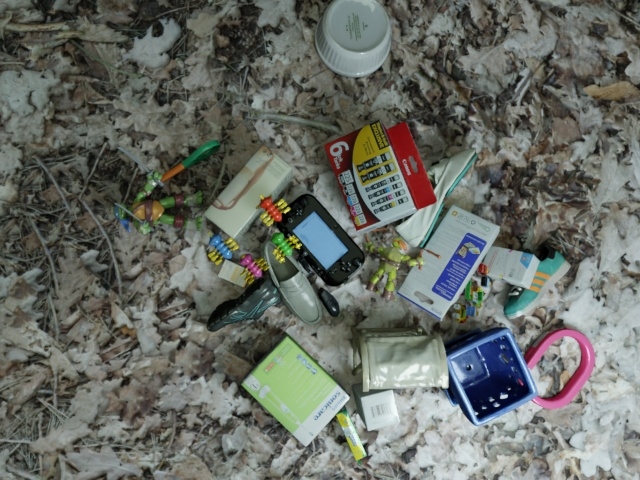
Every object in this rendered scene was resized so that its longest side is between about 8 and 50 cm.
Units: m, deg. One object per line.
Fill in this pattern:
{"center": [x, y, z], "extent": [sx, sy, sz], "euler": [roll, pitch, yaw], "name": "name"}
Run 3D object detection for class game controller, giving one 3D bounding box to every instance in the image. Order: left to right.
{"center": [0.000, 0.000, 1.575], "extent": [0.166, 0.067, 0.319], "euler": [-41, 89, -6], "name": "game controller"}

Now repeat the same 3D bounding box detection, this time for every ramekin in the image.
{"center": [0.118, -0.715, 1.610], "extent": [0.272, 0.127, 0.273], "euler": [0, 86, -5], "name": "ramekin"}

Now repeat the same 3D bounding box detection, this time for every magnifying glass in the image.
{"center": [-0.435, -0.264, 1.559], "extent": [0.231, 0.092, 0.026], "euler": [-34, 92, 4], "name": "magnifying glass"}

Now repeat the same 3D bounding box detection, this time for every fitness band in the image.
{"center": [0.815, 0.438, 1.613], "extent": [0.209, 0.054, 0.291], "euler": [41, 85, -1], "name": "fitness band"}

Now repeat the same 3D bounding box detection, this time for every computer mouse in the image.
{"center": [-0.002, 0.147, 1.557], "extent": [0.041, 0.071, 0.242], "euler": [-31, 93, -12], "name": "computer mouse"}

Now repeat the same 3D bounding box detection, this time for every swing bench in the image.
{"center": [0.236, 0.362, 1.471], "extent": [0.253, 0.254, 0.165], "euler": [0, 85, -5], "name": "swing bench"}

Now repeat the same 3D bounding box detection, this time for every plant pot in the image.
{"center": [0.503, 0.419, 1.505], "extent": [0.236, 0.212, 0.236], "euler": [-23, 88, -10], "name": "plant pot"}

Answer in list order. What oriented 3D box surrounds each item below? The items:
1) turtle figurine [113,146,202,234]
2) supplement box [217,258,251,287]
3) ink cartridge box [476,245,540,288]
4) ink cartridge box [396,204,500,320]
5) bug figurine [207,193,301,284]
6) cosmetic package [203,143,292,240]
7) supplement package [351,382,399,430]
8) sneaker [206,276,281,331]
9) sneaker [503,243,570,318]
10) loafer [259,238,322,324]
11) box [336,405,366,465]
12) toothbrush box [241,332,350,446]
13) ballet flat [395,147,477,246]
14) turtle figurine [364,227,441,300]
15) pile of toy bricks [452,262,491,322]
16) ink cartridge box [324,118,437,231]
{"center": [-0.504, -0.115, 1.461], "extent": [0.266, 0.198, 0.275], "euler": [2, 127, -21], "name": "turtle figurine"}
{"center": [-0.284, 0.111, 1.558], "extent": [0.098, 0.036, 0.062], "euler": [25, 84, -2], "name": "supplement box"}
{"center": [0.632, 0.085, 1.593], "extent": [0.061, 0.181, 0.104], "euler": [30, 82, -38], "name": "ink cartridge box"}
{"center": [0.428, 0.072, 1.570], "extent": [0.175, 0.069, 0.371], "euler": [31, 81, 26], "name": "ink cartridge box"}
{"center": [-0.198, 0.000, 1.432], "extent": [0.279, 0.072, 0.216], "euler": [-37, 109, -8], "name": "bug figurine"}
{"center": [-0.230, -0.149, 1.527], "extent": [0.129, 0.153, 0.296], "euler": [39, 82, 0], "name": "cosmetic package"}
{"center": [0.172, 0.518, 1.491], "extent": [0.105, 0.179, 0.105], "euler": [-13, 86, -5], "name": "supplement package"}
{"center": [-0.249, 0.230, 1.521], "extent": [0.267, 0.101, 0.106], "euler": [-33, 117, 7], "name": "sneaker"}
{"center": [0.715, 0.137, 1.608], "extent": [0.302, 0.108, 0.121], "euler": [-42, 88, -14], "name": "sneaker"}
{"center": [-0.098, 0.138, 1.533], "extent": [0.112, 0.111, 0.319], "euler": [-35, 89, -6], "name": "loafer"}
{"center": [0.098, 0.626, 1.515], "extent": [0.043, 0.105, 0.179], "euler": [-22, 88, -5], "name": "box"}
{"center": [-0.080, 0.471, 1.504], "extent": [0.283, 0.122, 0.206], "euler": [43, 83, 1], "name": "toothbrush box"}
{"center": [0.385, -0.169, 1.595], "extent": [0.139, 0.139, 0.400], "euler": [32, 87, -2], "name": "ballet flat"}
{"center": [0.241, 0.082, 1.541], "extent": [0.269, 0.087, 0.217], "euler": [20, 96, 24], "name": "turtle figurine"}
{"center": [0.529, 0.180, 1.598], "extent": [0.105, 0.118, 0.212], "euler": [26, 69, -41], "name": "pile of toy bricks"}
{"center": [0.198, -0.217, 1.525], "extent": [0.271, 0.130, 0.310], "euler": [-23, 83, 15], "name": "ink cartridge box"}
